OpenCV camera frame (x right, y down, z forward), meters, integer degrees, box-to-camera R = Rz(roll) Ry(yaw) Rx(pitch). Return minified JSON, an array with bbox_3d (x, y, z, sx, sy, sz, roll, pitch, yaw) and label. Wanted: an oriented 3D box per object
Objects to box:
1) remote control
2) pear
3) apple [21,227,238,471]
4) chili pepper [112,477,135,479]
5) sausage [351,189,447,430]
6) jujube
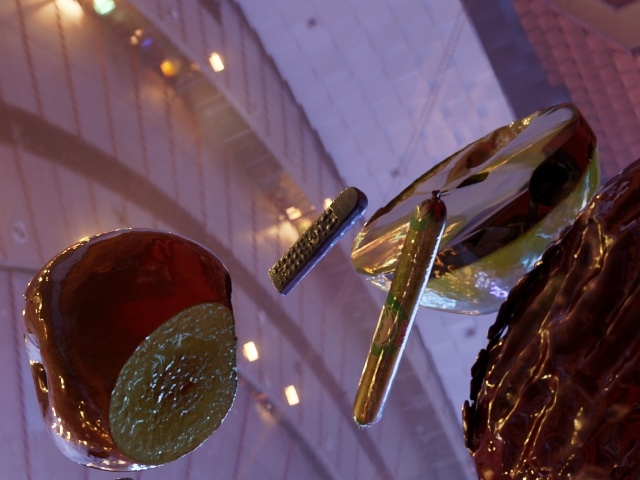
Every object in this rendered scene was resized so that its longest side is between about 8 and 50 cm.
[{"bbox_3d":[-0.001,0.000,1.244,0.027,0.152,0.043,29,-159,-46],"label":"remote control"},{"bbox_3d":[0.250,-0.017,1.554,0.165,0.398,0.399,53,-158,-16],"label":"pear"},{"bbox_3d":[-0.126,0.070,0.742,0.163,0.147,0.146,-127,33,-47],"label":"apple"},{"bbox_3d":[-0.266,0.429,1.386,0.248,0.257,0.233,-4,-122,-42],"label":"chili pepper"},{"bbox_3d":[0.072,0.072,1.001,0.033,0.032,0.269,-69,-5,-63],"label":"sausage"},{"bbox_3d":[0.287,0.090,0.920,0.258,0.377,0.258,38,-174,-5],"label":"jujube"}]
